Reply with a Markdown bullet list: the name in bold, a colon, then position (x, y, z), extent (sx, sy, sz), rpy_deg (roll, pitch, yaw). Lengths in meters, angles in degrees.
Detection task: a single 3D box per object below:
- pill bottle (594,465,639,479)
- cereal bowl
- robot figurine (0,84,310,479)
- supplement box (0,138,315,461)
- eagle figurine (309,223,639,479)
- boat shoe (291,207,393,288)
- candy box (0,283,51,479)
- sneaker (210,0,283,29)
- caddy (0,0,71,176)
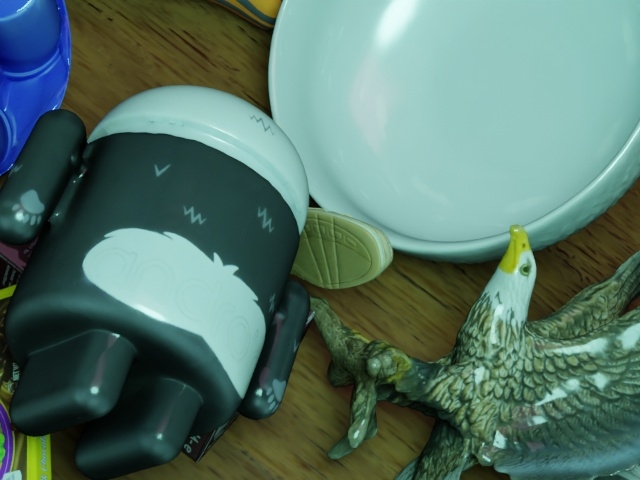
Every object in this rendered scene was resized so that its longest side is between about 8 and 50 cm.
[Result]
- **pill bottle**: position (0.209, 0.217, 1.464), extent (0.078, 0.078, 0.137), rpy_deg (33, 52, 3)
- **cereal bowl**: position (0.136, -0.139, 1.572), extent (0.339, 0.141, 0.339), rpy_deg (-6, 75, 23)
- **robot figurine**: position (-0.112, 0.024, 1.333), extent (0.174, 0.209, 0.278), rpy_deg (9, 56, 16)
- **supplement box**: position (-0.140, 0.038, 1.459), extent (0.239, 0.073, 0.130), rpy_deg (38, 55, 8)
- **eagle figurine**: position (0.159, 0.090, 1.437), extent (0.298, 0.225, 0.226), rpy_deg (1, 54, -16)
- **boat shoe**: position (0.000, 0.000, 1.493), extent (0.059, 0.170, 0.063), rpy_deg (-19, 106, -40)
- **candy box**: position (-0.237, 0.133, 1.353), extent (0.105, 0.027, 0.205), rpy_deg (-20, 56, 19)
- **sneaker**: position (-0.179, -0.236, 1.614), extent (0.321, 0.124, 0.180), rpy_deg (36, 77, -16)
- **caddy**: position (-0.352, -0.174, 1.453), extent (0.341, 0.179, 0.241), rpy_deg (26, 81, -3)
